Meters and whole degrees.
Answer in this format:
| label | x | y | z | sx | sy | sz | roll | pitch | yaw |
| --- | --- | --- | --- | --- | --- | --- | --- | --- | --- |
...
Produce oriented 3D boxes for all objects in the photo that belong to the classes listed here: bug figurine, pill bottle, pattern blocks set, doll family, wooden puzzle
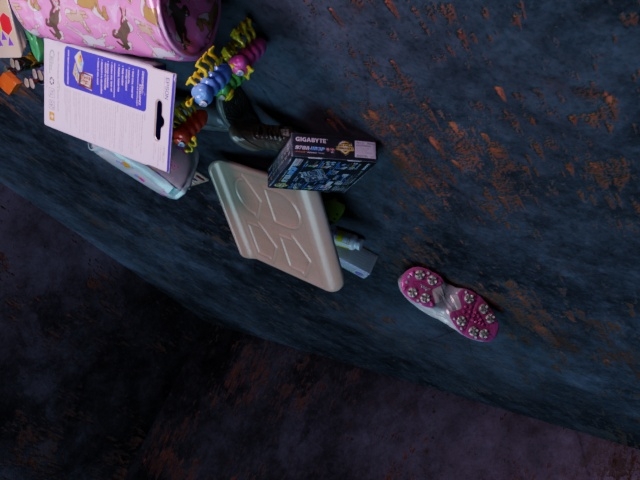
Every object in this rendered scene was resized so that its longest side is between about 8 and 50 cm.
| label | x | y | z | sx | sy | sz | roll | pitch | yaw |
| --- | --- | --- | --- | --- | --- | --- | --- | --- | --- |
| bug figurine | -0.182 | -0.268 | 1.224 | 0.072 | 0.216 | 0.279 | 40 | 157 | -9 |
| pill bottle | 0.071 | 0.000 | 1.861 | 0.083 | 0.043 | 0.043 | 19 | 160 | 21 |
| pattern blocks set | -0.662 | -0.443 | 1.412 | 0.325 | 0.026 | 0.285 | 19 | 122 | 32 |
| doll family | -0.642 | -0.405 | 1.619 | 0.193 | 0.111 | 0.076 | 30 | 131 | 25 |
| wooden puzzle | -0.098 | -0.050 | 1.744 | 0.348 | 0.080 | 0.322 | 17 | 137 | 38 |

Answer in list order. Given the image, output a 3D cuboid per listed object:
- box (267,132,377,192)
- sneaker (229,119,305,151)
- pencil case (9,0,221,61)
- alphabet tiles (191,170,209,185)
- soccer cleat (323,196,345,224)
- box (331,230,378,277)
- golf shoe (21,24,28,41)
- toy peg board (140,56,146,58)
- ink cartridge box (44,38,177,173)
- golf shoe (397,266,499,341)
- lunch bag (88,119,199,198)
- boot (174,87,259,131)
| label | x | y | z | sx | sy | sz | roll | pitch | yaw |
| --- | --- | --- | --- | --- | --- | --- | --- | --- | --- |
| box | -0.002 | -0.154 | 1.431 | 0.175 | 0.051 | 0.220 | 2 | 167 | -16 |
| sneaker | -0.092 | -0.219 | 1.433 | 0.189 | 0.066 | 0.071 | 10 | 155 | -30 |
| pencil case | -0.353 | -0.402 | 1.176 | 0.386 | 0.167 | 0.160 | 15 | -158 | 30 |
| alphabet tiles | -0.453 | -0.226 | 1.993 | 0.237 | 0.009 | 0.198 | 36 | 159 | -26 |
| soccer cleat | 0.000 | -0.061 | 1.747 | 0.060 | 0.072 | 0.179 | 33 | 160 | -19 |
| box | 0.000 | 0.000 | 1.920 | 0.324 | 0.067 | 0.063 | 27 | 161 | -7 |
| golf shoe | -0.739 | -0.466 | 1.586 | 0.120 | 0.105 | 0.273 | 32 | 161 | -35 |
| toy peg board | -0.397 | -0.320 | 1.463 | 0.079 | 0.160 | 0.161 | -19 | 134 | 43 |
| ink cartridge box | -0.380 | -0.258 | 1.286 | 0.371 | 0.175 | 0.069 | 23 | -155 | 33 |
| golf shoe | 0.344 | 0.171 | 1.896 | 0.306 | 0.115 | 0.140 | 34 | 171 | -5 |
| lunch bag | -0.406 | -0.217 | 1.604 | 0.223 | 0.160 | 0.262 | 39 | -170 | -32 |
| boot | -0.245 | -0.285 | 1.496 | 0.209 | 0.076 | 0.189 | 25 | 160 | 25 |
